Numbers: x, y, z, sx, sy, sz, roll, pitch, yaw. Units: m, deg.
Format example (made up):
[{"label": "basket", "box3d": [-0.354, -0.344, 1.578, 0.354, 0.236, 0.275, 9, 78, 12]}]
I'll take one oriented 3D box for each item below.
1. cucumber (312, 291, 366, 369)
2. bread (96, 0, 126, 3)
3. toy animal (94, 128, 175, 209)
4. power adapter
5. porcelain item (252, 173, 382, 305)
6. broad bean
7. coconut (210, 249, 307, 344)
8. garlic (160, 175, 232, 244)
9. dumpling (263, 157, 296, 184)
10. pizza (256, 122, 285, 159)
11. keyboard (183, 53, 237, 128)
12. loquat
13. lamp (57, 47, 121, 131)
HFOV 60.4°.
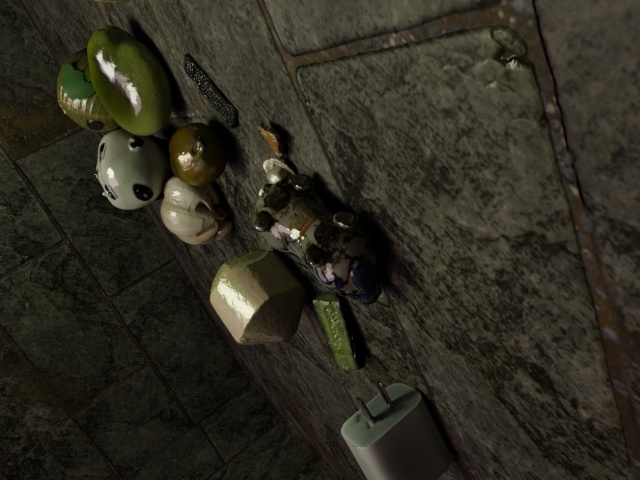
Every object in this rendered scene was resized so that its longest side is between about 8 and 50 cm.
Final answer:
[{"label": "cucumber", "box3d": [0.051, 0.212, 1.320, 0.078, 0.062, 0.211, -4, 117, 29]}, {"label": "bread", "box3d": [-0.446, -0.565, 1.050, 0.314, 0.192, 0.171, 44, 158, 31]}, {"label": "toy animal", "box3d": [-0.558, -0.224, 1.684, 0.251, 0.251, 0.310, 62, 178, -15]}, {"label": "power adapter", "box3d": [0.157, 0.424, 1.204, 0.124, 0.187, 0.255, 12, 132, 62]}, {"label": "porcelain item", "box3d": [0.000, 0.000, 1.023, 0.288, 0.138, 0.186, 36, 169, 35]}, {"label": "broad bean", "box3d": [-0.501, -0.415, 1.440, 0.238, 0.119, 0.291, -8, 115, 32]}, {"label": "coconut", "box3d": [-0.154, 0.164, 1.459, 0.244, 0.239, 0.239, 47, 158, 25]}, {"label": "garlic", "box3d": [-0.380, -0.075, 1.681, 0.203, 0.185, 0.281, 18, 141, 25]}, {"label": "dumpling", "box3d": [-0.074, -0.131, 1.096, 0.052, 0.057, 0.076, 4, -124, -59]}, {"label": "pizza", "box3d": [-0.082, -0.190, 1.039, 0.083, 0.025, 0.078, 56, 166, -21]}, {"label": "keyboard", "box3d": [-0.243, -0.329, 1.208, 0.195, 0.018, 0.060, 50, 156, 16]}, {"label": "loquat", "box3d": [-0.295, -0.208, 1.328, 0.152, 0.152, 0.195, 59, 172, -7]}, {"label": "lamp", "box3d": [-0.621, -0.430, 1.617, 0.284, 0.250, 0.250, 29, 155, 6]}]
